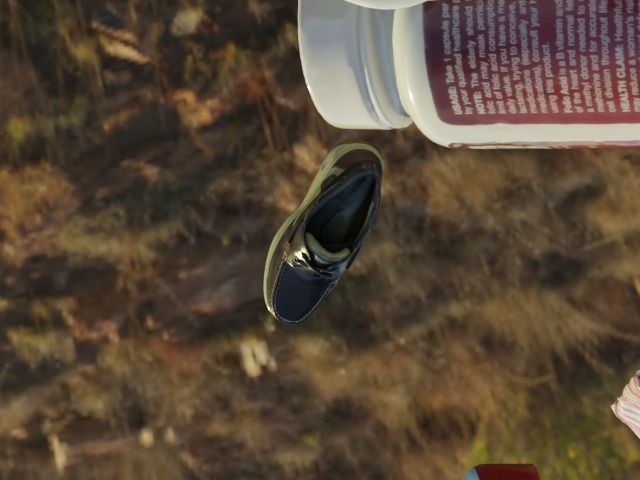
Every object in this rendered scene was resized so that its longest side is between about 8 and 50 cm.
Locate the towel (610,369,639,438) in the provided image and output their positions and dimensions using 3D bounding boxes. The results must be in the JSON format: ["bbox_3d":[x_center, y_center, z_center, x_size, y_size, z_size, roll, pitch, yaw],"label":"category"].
[{"bbox_3d":[0.296,0.175,1.149,0.029,0.144,0.197,-39,165,-5],"label":"towel"}]

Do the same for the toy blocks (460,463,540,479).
[{"bbox_3d":[0.129,0.328,0.929,0.190,0.381,0.261,5,141,-28],"label":"toy blocks"}]

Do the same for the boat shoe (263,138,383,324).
[{"bbox_3d":[0.000,0.000,1.004,0.056,0.049,0.152,18,114,-12],"label":"boat shoe"}]

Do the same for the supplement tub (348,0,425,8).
[{"bbox_3d":[0.071,-0.215,0.752,0.144,0.144,0.199,-39,-178,42],"label":"supplement tub"}]

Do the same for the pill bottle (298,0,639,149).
[{"bbox_3d":[0.195,-0.191,1.210,0.392,0.224,0.224,2,163,23],"label":"pill bottle"}]
